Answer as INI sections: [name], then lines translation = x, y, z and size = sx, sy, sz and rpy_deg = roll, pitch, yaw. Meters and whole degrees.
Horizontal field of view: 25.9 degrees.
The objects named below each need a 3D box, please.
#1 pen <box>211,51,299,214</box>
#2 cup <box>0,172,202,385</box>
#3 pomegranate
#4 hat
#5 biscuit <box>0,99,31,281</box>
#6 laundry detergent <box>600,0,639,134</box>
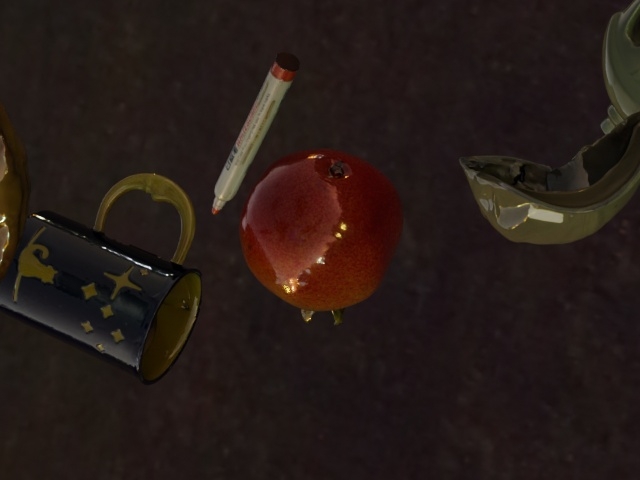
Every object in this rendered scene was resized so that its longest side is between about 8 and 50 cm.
[pen]
translation = -0.071, -0.099, 1.373
size = 0.218, 0.026, 0.026
rpy_deg = 120, 149, -42
[cup]
translation = -0.297, 0.042, 1.973
size = 0.255, 0.256, 0.178
rpy_deg = -58, -17, -29
[pomegranate]
translation = 0.000, 0.000, 1.859
size = 0.221, 0.221, 0.256
rpy_deg = -119, 22, -51
[hat]
translation = 0.215, -0.028, 1.166
size = 0.173, 0.166, 0.144
rpy_deg = -98, -9, -56
[biscuit]
translation = -0.366, -0.044, 1.034
size = 0.296, 0.296, 0.102
rpy_deg = -63, 21, 20
[laundry detergent]
translation = 0.402, -0.201, 1.516
size = 0.253, 0.091, 0.181
rpy_deg = -43, 80, 32
